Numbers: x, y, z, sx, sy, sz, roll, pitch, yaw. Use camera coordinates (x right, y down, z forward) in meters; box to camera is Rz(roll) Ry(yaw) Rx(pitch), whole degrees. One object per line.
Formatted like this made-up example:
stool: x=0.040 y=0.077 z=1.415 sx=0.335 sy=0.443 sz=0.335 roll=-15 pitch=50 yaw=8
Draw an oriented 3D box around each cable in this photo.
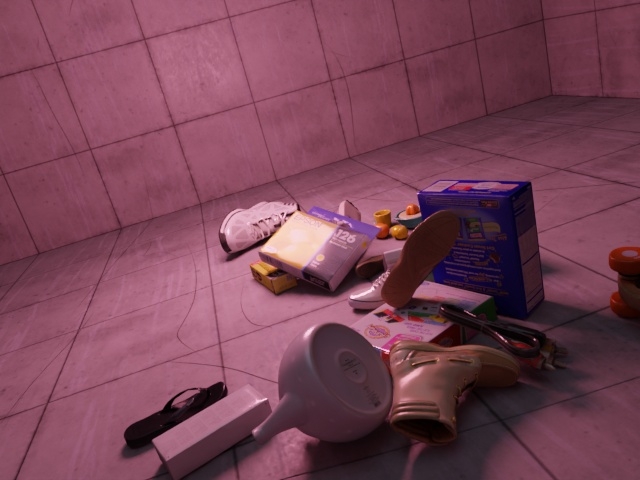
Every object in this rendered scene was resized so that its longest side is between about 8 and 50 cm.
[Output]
cable: x=0.369 y=0.209 z=1.198 sx=0.287 sy=0.072 sz=0.139 roll=12 pitch=16 yaw=35

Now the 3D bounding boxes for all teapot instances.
teapot: x=0.010 y=0.299 z=1.129 sx=0.187 sy=0.256 sz=0.253 roll=-47 pitch=27 yaw=31

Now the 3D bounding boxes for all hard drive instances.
hard drive: x=0.363 y=0.028 z=1.683 sx=0.352 sy=0.047 sz=0.233 roll=-14 pitch=-11 yaw=3

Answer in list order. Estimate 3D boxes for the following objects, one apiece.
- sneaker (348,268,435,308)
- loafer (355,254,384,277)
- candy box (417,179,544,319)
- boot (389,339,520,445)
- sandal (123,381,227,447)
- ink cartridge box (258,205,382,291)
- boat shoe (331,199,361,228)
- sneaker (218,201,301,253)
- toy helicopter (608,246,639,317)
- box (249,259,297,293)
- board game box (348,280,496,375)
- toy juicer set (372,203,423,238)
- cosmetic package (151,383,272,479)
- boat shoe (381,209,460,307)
sneaker: x=0.199 y=0.127 z=1.610 sx=0.258 sy=0.091 sz=0.094 roll=-14 pitch=19 yaw=5
loafer: x=0.169 y=0.082 z=1.829 sx=0.147 sy=0.056 sz=0.050 roll=-14 pitch=15 yaw=-30
candy box: x=0.405 y=0.014 z=1.421 sx=0.122 sy=0.317 sz=0.268 roll=-27 pitch=23 yaw=-35
boot: x=0.261 y=0.295 z=1.078 sx=0.261 sy=0.095 sz=0.203 roll=8 pitch=35 yaw=2
sandal: x=-0.333 y=0.398 z=1.312 sx=0.254 sy=0.055 sz=0.097 roll=-24 pitch=20 yaw=-23
ink cartridge box: x=0.000 y=0.000 z=1.903 sx=0.303 sy=0.072 sz=0.307 roll=20 pitch=58 yaw=32
boat shoe: x=0.062 y=0.001 z=2.084 sx=0.158 sy=0.127 sz=0.341 roll=-42 pitch=19 yaw=31
sneaker: x=-0.230 y=-0.082 z=2.428 sx=0.257 sy=0.169 sz=0.447 roll=-6 pitch=18 yaw=30
toy helicopter: x=0.818 y=0.078 z=1.202 sx=0.354 sy=0.140 sz=0.235 roll=-17 pitch=21 yaw=-13
box: x=-0.169 y=0.119 z=1.976 sx=0.087 sy=0.058 sz=0.232 roll=-22 pitch=20 yaw=-20
board game box: x=0.237 y=0.210 z=1.386 sx=0.316 sy=0.064 sz=0.242 roll=-27 pitch=21 yaw=-30
toy juicer set: x=0.341 y=-0.082 z=2.102 sx=0.328 sy=0.090 sz=0.209 roll=-7 pitch=20 yaw=23
cosmetic package: x=-0.226 y=0.404 z=1.200 sx=0.239 sy=0.061 sz=0.098 roll=-26 pitch=19 yaw=-27
boat shoe: x=0.249 y=0.040 z=1.410 sx=0.102 sy=0.285 sz=0.092 roll=31 pitch=21 yaw=6
